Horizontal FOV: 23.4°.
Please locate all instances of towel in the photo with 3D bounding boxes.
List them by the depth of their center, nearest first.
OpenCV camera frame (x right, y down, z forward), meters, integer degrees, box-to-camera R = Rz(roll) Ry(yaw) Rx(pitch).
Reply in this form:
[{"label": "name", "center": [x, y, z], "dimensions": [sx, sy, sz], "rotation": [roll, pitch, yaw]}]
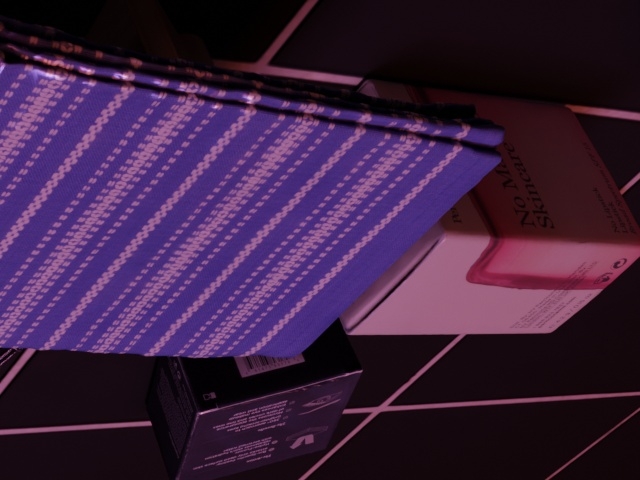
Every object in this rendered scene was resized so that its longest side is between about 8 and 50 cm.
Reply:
[{"label": "towel", "center": [-0.083, -0.013, 0.859], "dimensions": [0.336, 0.040, 0.243], "rotation": [7, 140, -39]}]

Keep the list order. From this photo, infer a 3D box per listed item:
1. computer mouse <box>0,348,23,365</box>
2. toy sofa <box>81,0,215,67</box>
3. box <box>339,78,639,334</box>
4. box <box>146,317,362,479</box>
[{"label": "computer mouse", "center": [-0.259, 0.065, 1.142], "dimensions": [0.106, 0.042, 0.193], "rotation": [-30, 161, 13]}, {"label": "toy sofa", "center": [-0.218, -0.003, 0.959], "dimensions": [0.362, 0.150, 0.177], "rotation": [-25, 152, 1]}, {"label": "box", "center": [0.111, -0.021, 1.188], "dimensions": [0.232, 0.148, 0.127], "rotation": [3, 143, -42]}, {"label": "box", "center": [-0.064, 0.135, 1.392], "dimensions": [0.156, 0.093, 0.158], "rotation": [-12, 150, -22]}]
